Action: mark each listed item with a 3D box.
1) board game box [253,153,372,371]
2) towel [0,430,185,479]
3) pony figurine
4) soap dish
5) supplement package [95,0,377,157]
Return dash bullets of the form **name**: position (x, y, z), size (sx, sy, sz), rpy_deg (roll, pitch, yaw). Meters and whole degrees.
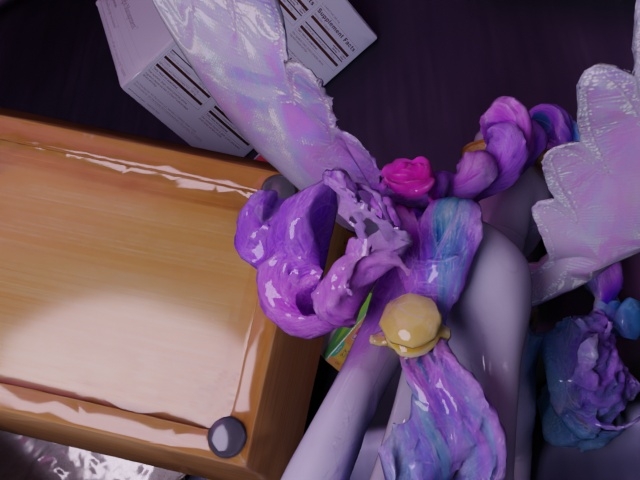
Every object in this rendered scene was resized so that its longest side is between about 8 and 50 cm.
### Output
- **board game box**: position (0.000, 0.000, 0.691), size (0.124, 0.039, 0.259), rpy_deg (-49, 44, 1)
- **towel**: position (-0.169, 0.120, 0.652), size (0.187, 0.049, 0.282), rpy_deg (43, 85, 7)
- **pony figurine**: position (0.063, 0.025, 0.408), size (0.303, 0.351, 0.363), rpy_deg (10, 67, 19)
- **soap dish**: position (-0.140, 0.033, 0.581), size (0.291, 0.118, 0.229), rpy_deg (12, 81, 5)
- **supplement package**: position (-0.091, -0.221, 0.843), size (0.203, 0.149, 0.194), rpy_deg (-40, 42, 11)
